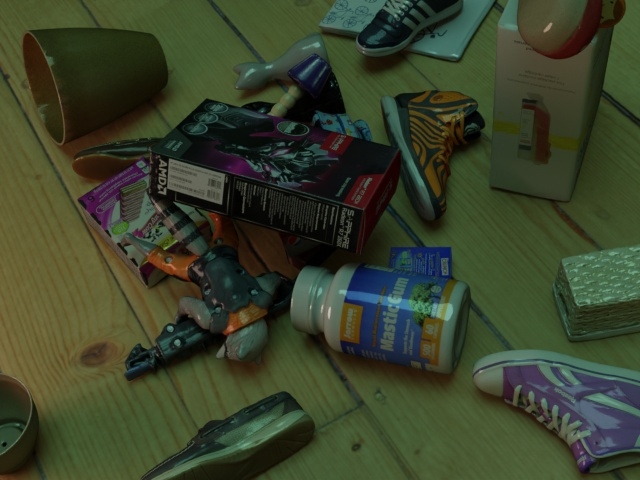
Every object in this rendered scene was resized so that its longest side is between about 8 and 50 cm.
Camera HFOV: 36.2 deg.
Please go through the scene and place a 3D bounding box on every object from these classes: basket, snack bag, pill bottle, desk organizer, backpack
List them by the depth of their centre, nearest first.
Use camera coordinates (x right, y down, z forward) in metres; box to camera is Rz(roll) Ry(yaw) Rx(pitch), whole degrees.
[{"bbox_3d":[0.472,0.080,1.583,0.167,0.103,0.113,-10,51,1],"label":"basket"},{"bbox_3d":[0.096,0.118,1.587,0.272,0.152,0.152,10,54,17],"label":"pill bottle"},{"bbox_3d":[0.000,0.000,1.768,0.050,0.047,0.130,33,64,28],"label":"desk organizer"},{"bbox_3d":[0.045,-0.162,1.808,0.116,0.173,0.158,-15,50,-2],"label":"backpack"},{"bbox_3d":[0.214,-0.532,2.167,0.342,0.037,0.323,20,57,23],"label":"snack bag"}]

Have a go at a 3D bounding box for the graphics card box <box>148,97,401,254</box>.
[{"bbox_3d":[-0.071,-0.115,1.628,0.370,0.094,0.233,15,34,12],"label":"graphics card box"}]

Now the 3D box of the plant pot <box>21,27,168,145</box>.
[{"bbox_3d":[-0.457,-0.346,2.033,0.254,0.237,0.237,-21,49,-26],"label":"plant pot"}]

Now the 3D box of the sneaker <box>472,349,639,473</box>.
[{"bbox_3d":[0.359,0.259,1.463,0.282,0.102,0.161,7,56,15],"label":"sneaker"}]

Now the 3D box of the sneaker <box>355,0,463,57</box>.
[{"bbox_3d":[0.184,-0.500,2.025,0.282,0.153,0.099,-34,59,-20],"label":"sneaker"}]

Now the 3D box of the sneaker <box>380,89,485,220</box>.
[{"bbox_3d":[0.228,-0.182,1.824,0.180,0.125,0.321,-13,50,0],"label":"sneaker"}]

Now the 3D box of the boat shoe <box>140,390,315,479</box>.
[{"bbox_3d":[-0.150,0.321,1.504,0.285,0.103,0.092,-25,46,-15],"label":"boat shoe"}]

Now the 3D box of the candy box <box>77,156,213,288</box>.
[{"bbox_3d":[-0.328,-0.038,1.838,0.159,0.071,0.233,-36,55,-18],"label":"candy box"}]

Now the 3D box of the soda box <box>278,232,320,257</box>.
[{"bbox_3d":[-0.060,-0.088,1.779,0.083,0.092,0.263,-22,37,-1],"label":"soda box"}]

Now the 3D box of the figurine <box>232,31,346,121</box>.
[{"bbox_3d":[-0.074,-0.320,2.019,0.209,0.092,0.215,-17,50,1],"label":"figurine"}]

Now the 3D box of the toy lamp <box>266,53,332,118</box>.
[{"bbox_3d":[-0.084,-0.245,1.900,0.275,0.080,0.080,-48,55,4],"label":"toy lamp"}]

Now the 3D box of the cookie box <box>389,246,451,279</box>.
[{"bbox_3d":[0.173,0.058,1.694,0.107,0.040,0.092,0,51,10],"label":"cookie box"}]

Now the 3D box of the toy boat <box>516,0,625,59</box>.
[{"bbox_3d":[0.388,-0.366,1.462,0.151,0.151,0.231,23,54,-13],"label":"toy boat"}]

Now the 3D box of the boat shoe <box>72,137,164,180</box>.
[{"bbox_3d":[-0.389,-0.167,1.957,0.207,0.073,0.073,-1,49,0],"label":"boat shoe"}]

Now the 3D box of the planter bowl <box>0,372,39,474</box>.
[{"bbox_3d":[-0.520,0.309,1.567,0.162,0.109,0.162,-5,51,7],"label":"planter bowl"}]

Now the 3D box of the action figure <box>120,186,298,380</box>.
[{"bbox_3d":[-0.214,0.083,1.639,0.341,0.178,0.330,-34,70,-13],"label":"action figure"}]

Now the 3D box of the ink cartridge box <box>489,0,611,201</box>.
[{"bbox_3d":[0.413,-0.300,1.722,0.160,0.385,0.279,15,55,17],"label":"ink cartridge box"}]
